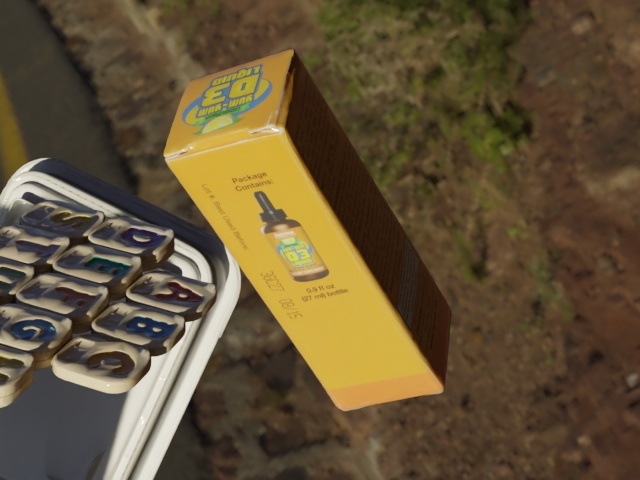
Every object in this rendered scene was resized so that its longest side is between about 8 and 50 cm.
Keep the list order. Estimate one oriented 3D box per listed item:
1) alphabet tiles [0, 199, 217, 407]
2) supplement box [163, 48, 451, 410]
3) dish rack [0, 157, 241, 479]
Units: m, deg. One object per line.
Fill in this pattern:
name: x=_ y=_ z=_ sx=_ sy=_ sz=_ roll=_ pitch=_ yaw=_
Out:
alphabet tiles: x=-0.241 y=0.041 z=1.207 sx=0.278 sy=0.021 sz=0.284 roll=15 pitch=30 yaw=18
supplement box: x=0.000 y=0.000 z=0.882 sx=0.078 sy=0.233 sz=0.080 roll=-13 pitch=43 yaw=24
dish rack: x=-0.264 y=0.105 z=1.504 sx=0.333 sy=0.285 sz=0.072 roll=-65 pitch=-14 yaw=4
